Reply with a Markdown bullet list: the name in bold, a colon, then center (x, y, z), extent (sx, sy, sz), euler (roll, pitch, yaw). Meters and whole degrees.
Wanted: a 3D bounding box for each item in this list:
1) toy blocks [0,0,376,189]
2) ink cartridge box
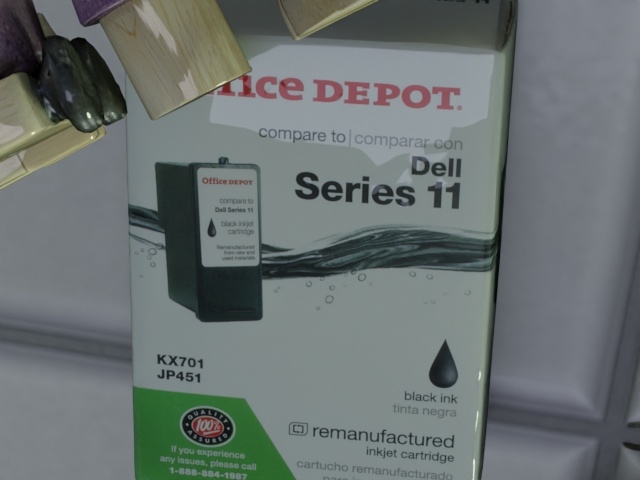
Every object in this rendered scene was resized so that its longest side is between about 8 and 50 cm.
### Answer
- **toy blocks**: center (-0.021, -0.196, 0.462), extent (0.309, 0.288, 0.260), euler (-26, 96, 4)
- **ink cartridge box**: center (0.000, 0.000, 0.679), extent (0.153, 0.087, 0.208), euler (4, 113, 7)
